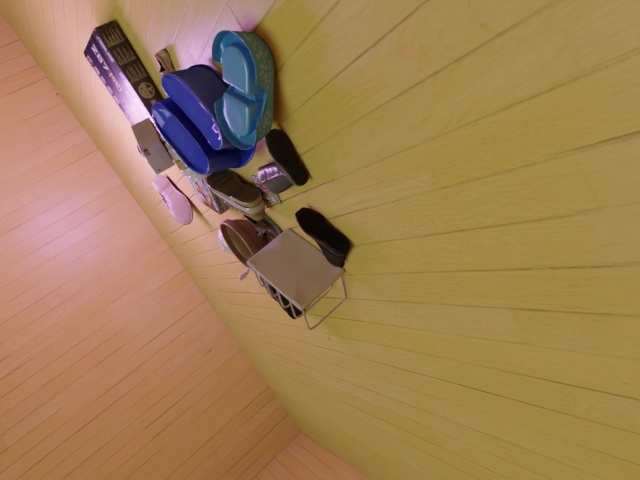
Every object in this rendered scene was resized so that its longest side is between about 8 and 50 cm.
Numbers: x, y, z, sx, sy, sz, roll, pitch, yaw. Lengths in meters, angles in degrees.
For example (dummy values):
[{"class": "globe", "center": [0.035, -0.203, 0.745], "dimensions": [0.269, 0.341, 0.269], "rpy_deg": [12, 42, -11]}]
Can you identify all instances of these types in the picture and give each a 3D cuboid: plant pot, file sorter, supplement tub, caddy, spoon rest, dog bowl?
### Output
[{"class": "plant pot", "center": [-0.288, -0.001, 1.890], "dimensions": [0.237, 0.109, 0.237], "rpy_deg": [41, 153, 26]}, {"class": "file sorter", "center": [-0.075, 0.134, 1.601], "dimensions": [0.277, 0.192, 0.173], "rpy_deg": [36, 154, 32]}, {"class": "supplement tub", "center": [-0.472, -0.327, 1.725], "dimensions": [0.144, 0.144, 0.200], "rpy_deg": [9, 132, 57]}, {"class": "caddy", "center": [-0.336, -0.361, 1.410], "dimensions": [0.341, 0.179, 0.241], "rpy_deg": [49, 132, 7]}, {"class": "spoon rest", "center": [-0.408, 0.053, 2.239], "dimensions": [0.276, 0.084, 0.137], "rpy_deg": [59, 157, 17]}, {"class": "dog bowl", "center": [-0.189, -0.375, 1.182], "dimensions": [0.166, 0.074, 0.297], "rpy_deg": [35, 139, 27]}]

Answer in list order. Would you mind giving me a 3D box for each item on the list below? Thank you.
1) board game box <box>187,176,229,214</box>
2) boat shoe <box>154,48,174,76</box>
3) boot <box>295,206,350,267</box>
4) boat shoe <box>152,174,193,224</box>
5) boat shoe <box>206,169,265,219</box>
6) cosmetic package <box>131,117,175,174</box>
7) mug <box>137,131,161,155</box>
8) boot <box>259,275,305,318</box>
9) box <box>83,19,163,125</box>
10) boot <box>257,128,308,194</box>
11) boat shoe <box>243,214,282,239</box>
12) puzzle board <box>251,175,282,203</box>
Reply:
[{"class": "board game box", "center": [-0.500, -0.267, 1.968], "dimensions": [0.193, 0.053, 0.305], "rpy_deg": [29, 147, 42]}, {"class": "boat shoe", "center": [-0.523, -0.575, 1.596], "dimensions": [0.050, 0.045, 0.135], "rpy_deg": [34, 150, 35]}, {"class": "boot", "center": [0.000, 0.000, 1.432], "dimensions": [0.198, 0.076, 0.137], "rpy_deg": [44, 160, 20]}, {"class": "boat shoe", "center": [-0.750, -0.206, 2.452], "dimensions": [0.335, 0.112, 0.095], "rpy_deg": [50, 174, 17]}, {"class": "boat shoe", "center": [-0.309, -0.162, 1.702], "dimensions": [0.302, 0.113, 0.103], "rpy_deg": [36, 153, 40]}, {"class": "cosmetic package", "center": [-0.626, -0.355, 1.763], "dimensions": [0.231, 0.085, 0.117], "rpy_deg": [50, 168, 44]}, {"class": "mug", "center": [-0.735, -0.403, 2.070], "dimensions": [0.150, 0.113, 0.169], "rpy_deg": [62, 178, 5]}, {"class": "boot", "center": [-0.191, 0.162, 1.947], "dimensions": [0.222, 0.118, 0.338], "rpy_deg": [33, 146, 47]}, {"class": "box", "center": [-0.777, -0.634, 1.907], "dimensions": [0.318, 0.097, 0.395], "rpy_deg": [4, 128, 55]}, {"class": "boot", "center": [-0.131, -0.222, 1.374], "dimensions": [0.190, 0.076, 0.208], "rpy_deg": [62, 161, -17]}, {"class": "boat shoe", "center": [-0.211, -0.049, 1.738], "dimensions": [0.183, 0.066, 0.066], "rpy_deg": [44, 155, 18]}, {"class": "puzzle board", "center": [-0.184, -0.170, 1.594], "dimensions": [0.128, 0.011, 0.096], "rpy_deg": [19, 140, 51]}]
